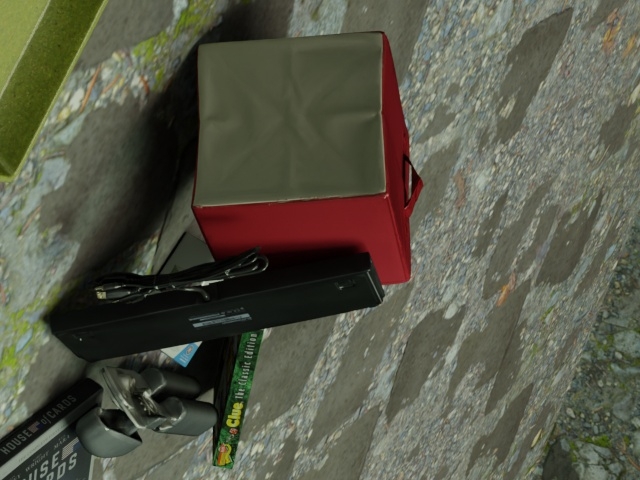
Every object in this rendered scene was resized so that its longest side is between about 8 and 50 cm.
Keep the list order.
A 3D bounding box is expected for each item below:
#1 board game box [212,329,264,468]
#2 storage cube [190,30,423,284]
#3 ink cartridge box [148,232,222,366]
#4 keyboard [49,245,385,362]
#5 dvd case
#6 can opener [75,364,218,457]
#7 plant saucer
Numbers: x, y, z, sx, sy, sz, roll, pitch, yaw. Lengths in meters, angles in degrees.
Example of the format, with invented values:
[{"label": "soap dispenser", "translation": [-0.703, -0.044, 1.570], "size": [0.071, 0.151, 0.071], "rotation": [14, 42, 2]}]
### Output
[{"label": "board game box", "translation": [-0.090, 0.120, 2.074], "size": [0.136, 0.030, 0.259], "rotation": [-89, -169, -54]}, {"label": "storage cube", "translation": [-0.013, -0.075, 1.775], "size": [0.193, 0.215, 0.183], "rotation": [71, 18, -63]}, {"label": "ink cartridge box", "translation": [-0.142, 0.063, 1.945], "size": [0.122, 0.052, 0.088], "rotation": [-56, 159, -7]}, {"label": "keyboard", "translation": [-0.105, 0.053, 1.748], "size": [0.201, 0.317, 0.033], "rotation": [64, 15, -69]}, {"label": "dvd case", "translation": [-0.301, 0.275, 1.898], "size": [0.179, 0.030, 0.238], "rotation": [-39, 151, -44]}, {"label": "can opener", "translation": [-0.191, 0.184, 1.952], "size": [0.095, 0.076, 0.283], "rotation": [-36, 167, 4]}, {"label": "plant saucer", "translation": [-0.249, -0.142, 1.352], "size": [0.188, 0.045, 0.188], "rotation": [-61, 160, 7]}]
